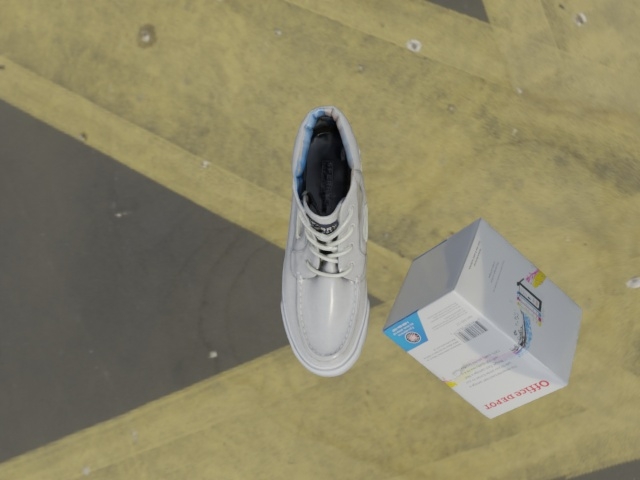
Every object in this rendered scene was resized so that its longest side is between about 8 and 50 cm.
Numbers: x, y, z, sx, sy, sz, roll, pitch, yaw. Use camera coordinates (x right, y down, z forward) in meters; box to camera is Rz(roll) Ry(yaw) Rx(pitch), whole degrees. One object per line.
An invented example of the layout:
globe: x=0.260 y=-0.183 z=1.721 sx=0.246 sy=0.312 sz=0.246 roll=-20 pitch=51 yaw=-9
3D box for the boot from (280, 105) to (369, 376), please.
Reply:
boot: x=0.000 y=0.000 z=0.860 sx=0.095 sy=0.123 sz=0.258 roll=-3 pitch=77 yaw=5

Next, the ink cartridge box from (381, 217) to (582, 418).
ink cartridge box: x=0.253 y=0.123 z=1.350 sx=0.233 sy=0.168 sz=0.171 roll=40 pitch=136 yaw=-12
